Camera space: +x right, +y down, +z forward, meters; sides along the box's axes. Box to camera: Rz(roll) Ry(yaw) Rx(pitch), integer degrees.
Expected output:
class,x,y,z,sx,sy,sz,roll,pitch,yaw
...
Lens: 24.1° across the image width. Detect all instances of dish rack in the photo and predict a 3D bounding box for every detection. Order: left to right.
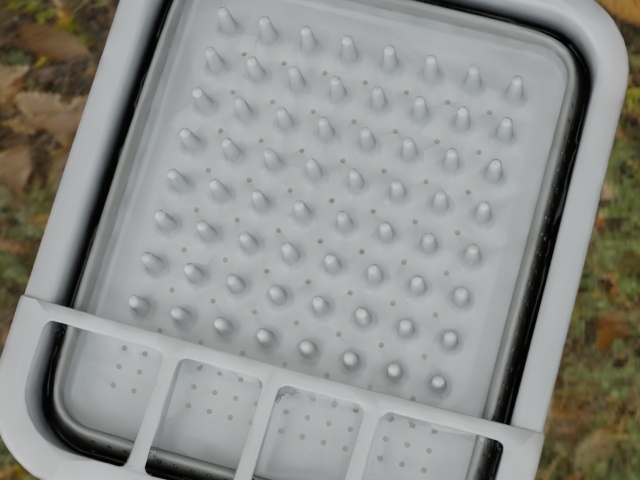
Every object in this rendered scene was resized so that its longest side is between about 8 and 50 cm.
class,x,y,z,sx,sy,sz,roll,pitch,yaw
dish rack,0.000,0.000,0.824,0.286,0.072,0.332,14,79,9
